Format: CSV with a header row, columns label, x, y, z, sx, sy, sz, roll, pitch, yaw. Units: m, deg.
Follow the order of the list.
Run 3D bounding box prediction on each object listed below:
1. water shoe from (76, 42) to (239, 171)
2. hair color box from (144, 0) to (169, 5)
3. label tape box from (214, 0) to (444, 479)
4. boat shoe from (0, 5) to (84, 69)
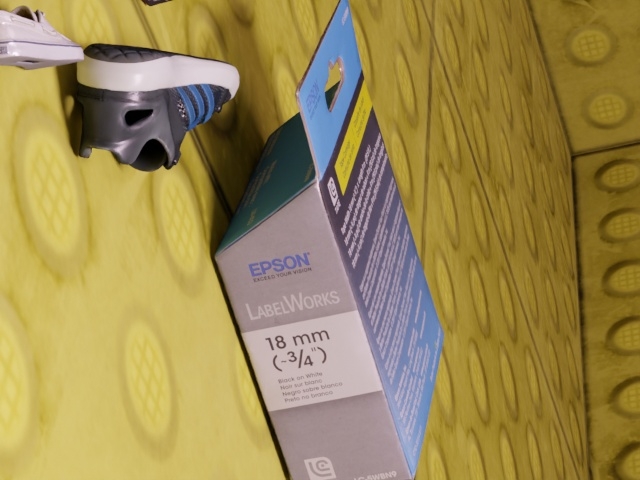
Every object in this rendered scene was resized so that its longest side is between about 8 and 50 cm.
label,x,y,z,sx,sy,sz,roll,pitch,yaw
water shoe,-0.115,-0.087,1.228,0.203,0.073,0.080,-9,109,-72
hair color box,-0.115,-0.213,1.277,0.141,0.072,0.043,41,40,-66
label tape box,0.000,0.000,1.487,0.240,0.106,0.334,-70,146,-63
boat shoe,-0.169,-0.120,1.078,0.100,0.035,0.035,-7,89,-69
